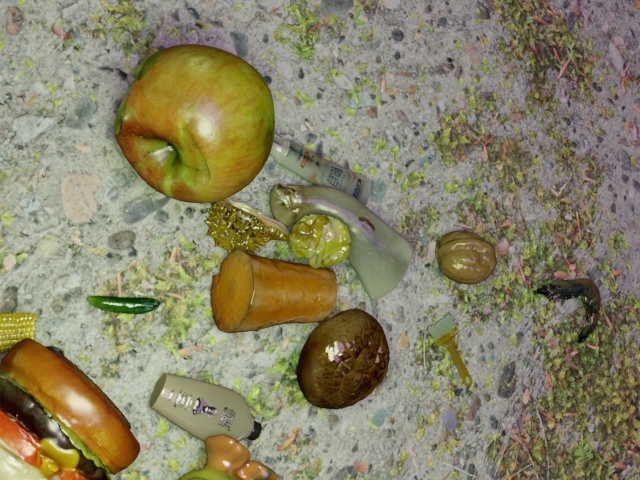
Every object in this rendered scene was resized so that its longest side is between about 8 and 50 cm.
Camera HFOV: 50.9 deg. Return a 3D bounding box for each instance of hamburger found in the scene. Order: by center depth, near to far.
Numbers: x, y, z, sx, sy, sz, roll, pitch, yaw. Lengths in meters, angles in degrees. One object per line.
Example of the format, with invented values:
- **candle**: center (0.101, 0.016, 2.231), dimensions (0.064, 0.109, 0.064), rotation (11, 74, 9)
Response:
- **hamburger**: center (-0.512, 0.365, 1.227), dimensions (0.330, 0.330, 0.250), rotation (50, 61, -11)

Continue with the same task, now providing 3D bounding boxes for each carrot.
- **carrot**: center (-0.101, 0.130, 1.554), dimensions (0.254, 0.196, 0.196), rotation (11, 78, -34)

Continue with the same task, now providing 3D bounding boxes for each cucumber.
- **cucumber**: center (-0.420, 0.140, 1.460), dimensions (0.167, 0.039, 0.039), rotation (6, 80, -23)

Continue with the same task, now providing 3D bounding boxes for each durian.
- **durian**: center (-0.160, -0.028, 1.573), dimensions (0.224, 0.078, 0.141), rotation (12, 83, -14)

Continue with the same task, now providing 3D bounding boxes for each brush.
- **brush**: center (0.366, 0.307, 1.835), dimensions (0.083, 0.011, 0.205), rotation (-29, 96, -27)

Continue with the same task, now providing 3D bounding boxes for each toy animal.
- **toy animal**: center (-0.245, 0.588, 1.384), dimensions (0.216, 0.191, 0.338), rotation (53, 44, -33)

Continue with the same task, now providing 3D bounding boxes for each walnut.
- **walnut**: center (0.392, 0.047, 1.817), dimensions (0.166, 0.149, 0.167), rotation (8, 48, -9)

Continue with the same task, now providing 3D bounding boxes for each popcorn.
- **popcorn**: center (0.000, 0.000, 1.559), dimensions (0.145, 0.126, 0.126), rotation (29, 92, 8)

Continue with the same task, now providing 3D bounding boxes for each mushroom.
- **mushroom**: center (0.054, 0.283, 1.578), dimensions (0.253, 0.153, 0.253), rotation (-21, 124, -34)
- **mushroom**: center (0.053, -0.028, 1.669), dimensions (0.397, 0.126, 0.177), rotation (40, 90, -14)

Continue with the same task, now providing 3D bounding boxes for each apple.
- **apple**: center (-0.260, -0.255, 1.441), dimensions (0.339, 0.339, 0.340), rotation (4, 81, -25)

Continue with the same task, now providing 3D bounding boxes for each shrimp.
- **shrimp**: center (0.750, 0.211, 2.015), dimensions (0.261, 0.051, 0.198), rotation (3, 82, -29)

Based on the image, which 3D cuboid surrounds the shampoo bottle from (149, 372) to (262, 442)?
- **shampoo bottle**: center (-0.245, 0.380, 1.487), dimensions (0.256, 0.078, 0.127), rotation (29, 67, -22)

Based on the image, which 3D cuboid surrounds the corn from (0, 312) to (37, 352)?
- **corn**: center (-0.680, 0.185, 1.302), dimensions (0.248, 0.081, 0.081), rotation (-2, 83, -27)

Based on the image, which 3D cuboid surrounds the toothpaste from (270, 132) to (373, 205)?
- **toothpaste**: center (-0.004, -0.175, 1.700), dimensions (0.323, 0.066, 0.100), rotation (26, 72, -26)
